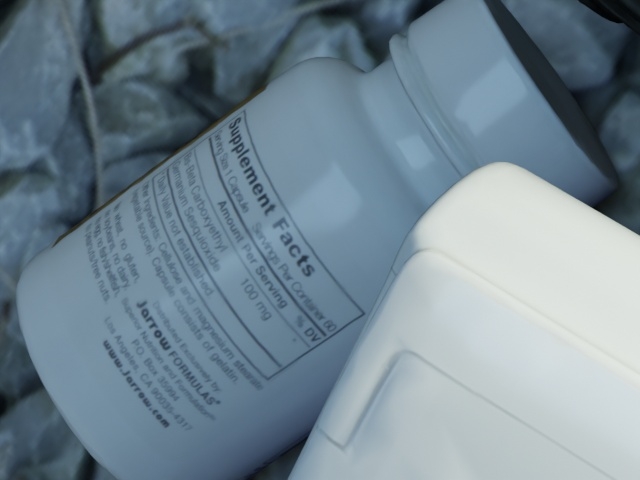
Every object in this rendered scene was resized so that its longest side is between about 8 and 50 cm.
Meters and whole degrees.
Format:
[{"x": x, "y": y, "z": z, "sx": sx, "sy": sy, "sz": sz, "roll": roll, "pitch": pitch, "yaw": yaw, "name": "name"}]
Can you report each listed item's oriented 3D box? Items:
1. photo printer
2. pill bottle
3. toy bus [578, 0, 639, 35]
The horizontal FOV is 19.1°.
[{"x": 0.113, "y": 0.162, "z": 0.465, "sx": 0.307, "sy": 0.107, "sz": 0.256, "roll": 31, "pitch": 112, "yaw": 16, "name": "photo printer"}, {"x": 0.000, "y": 0.000, "z": 0.784, "sx": 0.229, "sy": 0.131, "sz": 0.131, "roll": -35, "pitch": 68, "yaw": 14, "name": "pill bottle"}, {"x": 0.198, "y": -0.106, "z": 0.707, "sx": 0.211, "sy": 0.220, "sz": 0.149, "roll": 38, "pitch": 96, "yaw": -9, "name": "toy bus"}]
